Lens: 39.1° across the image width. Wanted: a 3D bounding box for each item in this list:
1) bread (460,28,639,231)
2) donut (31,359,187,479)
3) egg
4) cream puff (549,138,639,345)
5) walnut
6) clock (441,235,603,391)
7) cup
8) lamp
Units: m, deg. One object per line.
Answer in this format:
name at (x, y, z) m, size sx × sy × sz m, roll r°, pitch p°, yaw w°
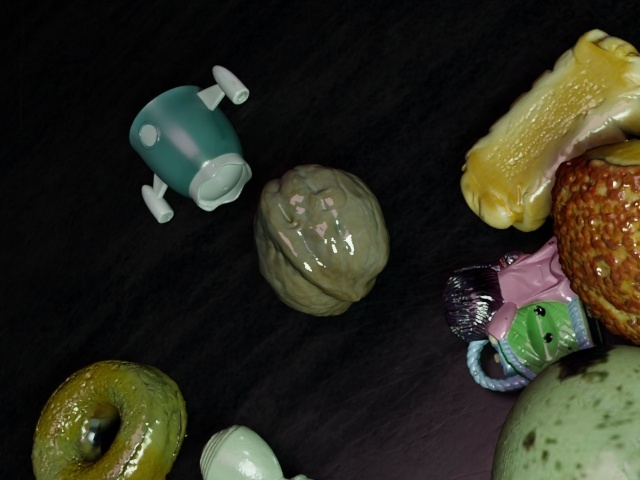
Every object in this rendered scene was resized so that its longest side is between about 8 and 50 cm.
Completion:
bread at (0.335, -0.143, 1.267) m, size 0.311 × 0.121 × 0.173 m, roll -44°, pitch 54°, yaw 16°
donut at (-0.343, 0.310, 1.421) m, size 0.272 × 0.107 × 0.272 m, roll -10°, pitch 64°, yaw 20°
egg at (0.332, 0.304, 0.989) m, size 0.287 × 0.287 × 0.379 m, roll -13°, pitch 63°, yaw 20°
cream puff at (0.423, 0.022, 1.058) m, size 0.350 × 0.350 × 0.229 m, roll 23°, pitch 86°, yaw 31°
walnut at (0.000, 0.000, 1.334) m, size 0.224 × 0.224 × 0.224 m, roll -10°, pitch 65°, yaw 22°
clock at (0.266, 0.103, 1.221) m, size 0.195 × 0.100 × 0.194 m, roll -19°, pitch 61°, yaw 26°
cup at (-0.206, -0.147, 1.521) m, size 0.173 × 0.167 × 0.300 m, roll 49°, pitch 120°, yaw 23°
lamp at (-0.087, 0.339, 1.293) m, size 0.193 × 0.106 × 0.106 m, roll 24°, pitch 81°, yaw 22°
